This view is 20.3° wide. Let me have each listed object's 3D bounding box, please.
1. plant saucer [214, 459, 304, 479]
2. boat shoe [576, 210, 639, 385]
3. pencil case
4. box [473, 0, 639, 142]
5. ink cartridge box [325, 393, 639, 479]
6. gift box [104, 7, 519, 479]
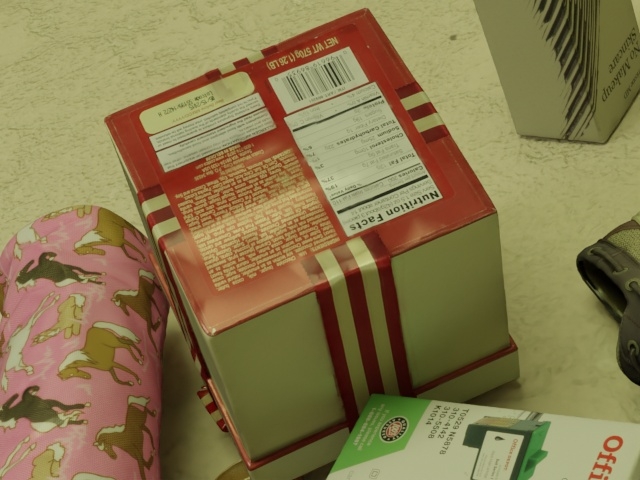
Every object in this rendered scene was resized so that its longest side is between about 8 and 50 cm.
[{"bbox_3d":[-0.049,0.198,1.364,0.083,0.015,0.083,-16,38,13],"label":"plant saucer"},{"bbox_3d":[0.258,0.074,1.282,0.092,0.103,0.285,-27,33,6],"label":"boat shoe"},{"bbox_3d":[-0.193,0.140,1.392,0.167,0.160,0.386,-30,35,19],"label":"pencil case"},{"bbox_3d":[0.193,-0.222,1.522,0.094,0.275,0.113,9,50,35],"label":"box"},{"bbox_3d":[0.113,0.198,1.211,0.219,0.093,0.160,2,45,32],"label":"ink cartridge box"},{"bbox_3d":[0.000,0.000,1.352,0.255,0.258,0.276,-19,53,-5],"label":"gift box"}]
